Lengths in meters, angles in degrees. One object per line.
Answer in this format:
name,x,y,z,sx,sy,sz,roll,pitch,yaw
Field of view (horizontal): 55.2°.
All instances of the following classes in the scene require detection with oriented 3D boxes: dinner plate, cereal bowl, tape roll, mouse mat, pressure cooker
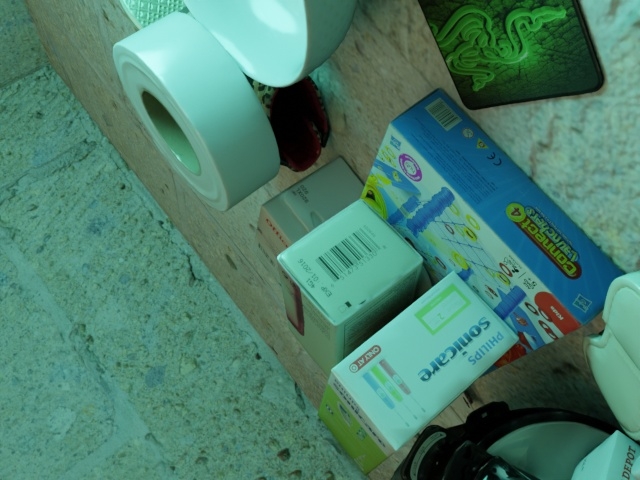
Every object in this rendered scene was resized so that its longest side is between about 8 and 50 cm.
dinner plate,0.107,0.041,0.885,0.141,0.017,0.141,47,161,22
cereal bowl,-0.068,-0.357,0.694,0.339,0.141,0.339,45,158,24
tape roll,-0.185,-0.184,0.913,0.286,0.100,0.286,45,161,20
mouse mat,0.175,-0.203,0.597,0.153,0.007,0.189,60,161,-18
pressure cooker,0.287,0.420,0.850,0.420,0.369,0.376,112,151,-67

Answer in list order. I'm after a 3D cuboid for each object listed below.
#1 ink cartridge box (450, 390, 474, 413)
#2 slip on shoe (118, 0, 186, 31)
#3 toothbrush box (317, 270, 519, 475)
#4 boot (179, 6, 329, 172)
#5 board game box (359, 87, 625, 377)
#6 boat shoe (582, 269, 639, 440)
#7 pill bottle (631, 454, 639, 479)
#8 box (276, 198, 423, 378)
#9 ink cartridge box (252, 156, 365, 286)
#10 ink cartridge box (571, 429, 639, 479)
ink cartridge box,0.264,0.297,1.196,0.063,0.029,0.115,59,159,-12
slip on shoe,-0.290,-0.409,1.169,0.331,0.123,0.101,57,167,-20
toothbrush box,0.116,0.193,0.835,0.122,0.206,0.283,49,161,17
boot,-0.113,-0.203,1.081,0.284,0.138,0.378,40,151,35
board game box,0.187,0.011,0.807,0.308,0.086,0.302,49,160,14
boat shoe,0.333,0.110,0.596,0.319,0.099,0.116,62,-174,-56
pill bottle,0.443,0.270,0.496,0.334,0.188,0.188,44,158,26
box,0.039,0.080,0.858,0.127,0.148,0.232,47,160,24
ink cartridge box,0.000,0.000,1.093,0.171,0.168,0.233,52,161,8
ink cartridge box,0.353,0.313,0.622,0.190,0.139,0.082,36,128,15
